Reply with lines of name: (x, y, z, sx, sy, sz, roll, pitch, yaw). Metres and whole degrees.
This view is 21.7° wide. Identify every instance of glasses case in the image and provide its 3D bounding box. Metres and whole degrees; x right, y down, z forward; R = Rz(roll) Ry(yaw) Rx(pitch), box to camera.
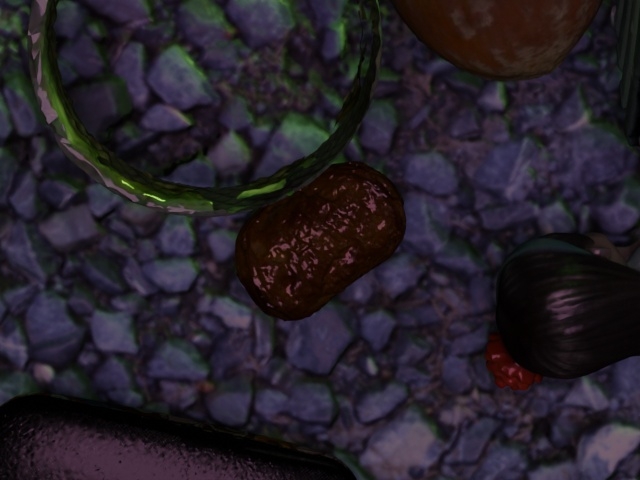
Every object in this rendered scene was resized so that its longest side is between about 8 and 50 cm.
glasses case: (-0.123, 0.207, 1.356, 0.321, 0.082, 0.122, 13, 100, -6)

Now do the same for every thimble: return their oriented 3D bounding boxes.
thimble: (-0.081, -0.154, 1.260, 0.271, 0.150, 0.271, 0, 102, -1)

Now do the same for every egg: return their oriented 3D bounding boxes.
egg: (0.129, -0.232, 1.241, 0.195, 0.195, 0.233, -13, 97, 0)

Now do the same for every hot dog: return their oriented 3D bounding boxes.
hot dog: (-0.001, -0.001, 1.336, 0.147, 0.065, 0.099, -40, 99, -7)

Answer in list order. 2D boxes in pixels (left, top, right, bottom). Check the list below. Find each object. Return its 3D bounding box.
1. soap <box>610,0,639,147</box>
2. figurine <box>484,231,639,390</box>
soap: (0.272, -0.195, 1.219, 0.094, 0.261, 0.150, -2, 56, 4)
figurine: (0.256, 0.053, 1.341, 0.245, 0.110, 0.138, -6, 118, -8)
